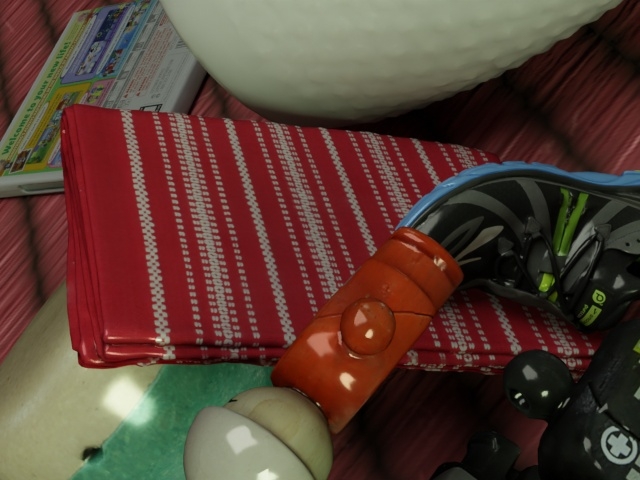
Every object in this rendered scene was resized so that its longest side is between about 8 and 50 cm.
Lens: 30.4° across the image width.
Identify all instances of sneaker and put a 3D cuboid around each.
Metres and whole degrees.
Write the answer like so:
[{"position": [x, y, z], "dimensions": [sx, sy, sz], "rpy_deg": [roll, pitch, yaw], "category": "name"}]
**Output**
[{"position": [0.120, 0.007, 0.587], "dimensions": [0.188, 0.067, 0.078], "rpy_deg": [-2, 49, -17], "category": "sneaker"}]

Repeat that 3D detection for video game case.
[{"position": [-0.180, -0.129, 1.012], "dimensions": [0.193, 0.023, 0.212], "rpy_deg": [-3, 53, 34], "category": "video game case"}]

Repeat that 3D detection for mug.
[{"position": [0.055, -0.265, 0.769], "dimensions": [0.328, 0.276, 0.374], "rpy_deg": [-34, 45, 25], "category": "mug"}]

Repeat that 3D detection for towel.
[{"position": [0.000, 0.000, 0.631], "dimensions": [0.274, 0.031, 0.199], "rpy_deg": [4, 38, -20], "category": "towel"}]

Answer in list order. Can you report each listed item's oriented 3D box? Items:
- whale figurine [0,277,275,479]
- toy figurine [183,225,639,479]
[{"position": [-0.097, 0.065, 0.714], "dimensions": [0.216, 0.141, 0.272], "rpy_deg": [-47, 14, 17], "category": "whale figurine"}, {"position": [0.073, 0.117, 0.462], "dimensions": [0.213, 0.209, 0.148], "rpy_deg": [13, 50, 42], "category": "toy figurine"}]
